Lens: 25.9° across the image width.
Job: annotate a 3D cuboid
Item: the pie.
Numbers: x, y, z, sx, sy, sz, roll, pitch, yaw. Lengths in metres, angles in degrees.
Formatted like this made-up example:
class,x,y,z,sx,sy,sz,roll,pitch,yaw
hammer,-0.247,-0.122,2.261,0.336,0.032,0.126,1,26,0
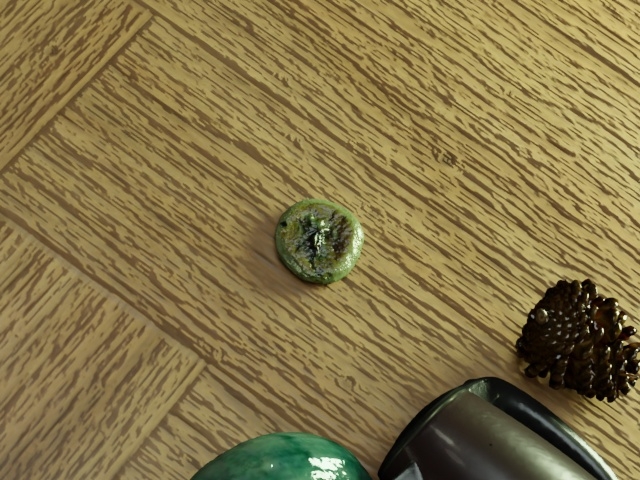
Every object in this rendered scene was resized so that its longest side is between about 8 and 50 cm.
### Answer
class,x,y,z,sx,sy,sz,roll,pitch,yaw
pie,-0.002,0.000,1.231,0.084,0.021,0.084,5,63,-9

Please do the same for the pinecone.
class,x,y,z,sx,sy,sz,roll,pitch,yaw
pinecone,0.224,0.092,1.193,0.109,0.102,0.102,47,65,1

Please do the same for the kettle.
class,x,y,z,sx,sy,sz,roll,pitch,yaw
kettle,0.169,0.211,1.103,0.232,0.144,0.202,44,45,14

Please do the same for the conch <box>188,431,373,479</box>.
class,x,y,z,sx,sy,sz,roll,pitch,yaw
conch,-0.032,0.242,1.044,0.196,0.134,0.202,-5,65,-12
